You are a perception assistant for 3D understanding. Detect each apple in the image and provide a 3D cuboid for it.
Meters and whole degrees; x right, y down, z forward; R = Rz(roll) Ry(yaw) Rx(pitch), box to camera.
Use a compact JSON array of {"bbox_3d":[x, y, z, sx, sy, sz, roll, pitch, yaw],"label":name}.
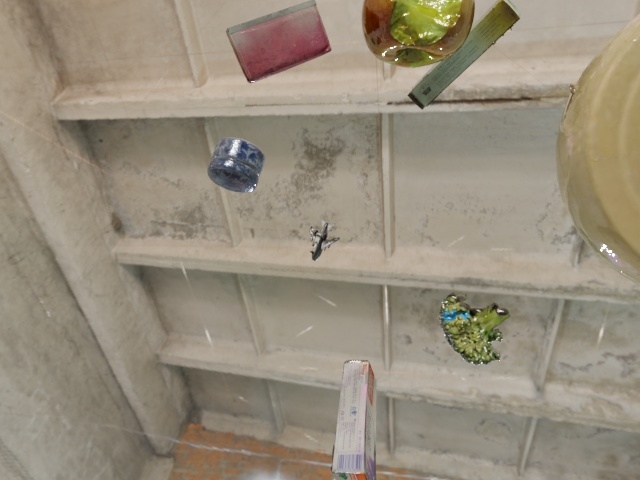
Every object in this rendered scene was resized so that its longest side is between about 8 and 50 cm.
[{"bbox_3d":[0.207,-0.506,0.952,0.246,0.246,0.227,3,-86,6],"label":"apple"}]

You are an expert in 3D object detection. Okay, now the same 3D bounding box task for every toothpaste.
[{"bbox_3d":[0.358,-0.469,1.124,0.071,0.089,0.313,41,-48,-9],"label":"toothpaste"},{"bbox_3d":[0.047,0.228,0.564,0.040,0.196,0.047,-16,-71,13],"label":"toothpaste"}]

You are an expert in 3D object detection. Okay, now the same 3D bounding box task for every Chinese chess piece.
[{"bbox_3d":[0.334,-0.076,0.347,0.273,0.102,0.274,1,-88,20],"label":"Chinese chess piece"}]

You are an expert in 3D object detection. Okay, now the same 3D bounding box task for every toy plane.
[{"bbox_3d":[0.000,0.000,0.867,0.078,0.083,0.031,20,-7,41],"label":"toy plane"}]

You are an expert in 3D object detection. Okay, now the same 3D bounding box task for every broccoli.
[{"bbox_3d":[0.363,0.198,1.034,0.154,0.167,0.160,34,-61,-16],"label":"broccoli"}]

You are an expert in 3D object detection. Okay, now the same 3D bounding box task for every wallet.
[{"bbox_3d":[-0.086,-0.447,0.988,0.232,0.025,0.119,-31,-70,-23],"label":"wallet"}]

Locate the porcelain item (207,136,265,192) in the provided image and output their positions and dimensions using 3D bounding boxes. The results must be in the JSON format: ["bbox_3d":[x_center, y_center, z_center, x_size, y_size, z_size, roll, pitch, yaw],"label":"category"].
[{"bbox_3d":[-0.241,-0.209,1.259,0.147,0.114,0.147,11,-21,4],"label":"porcelain item"}]
